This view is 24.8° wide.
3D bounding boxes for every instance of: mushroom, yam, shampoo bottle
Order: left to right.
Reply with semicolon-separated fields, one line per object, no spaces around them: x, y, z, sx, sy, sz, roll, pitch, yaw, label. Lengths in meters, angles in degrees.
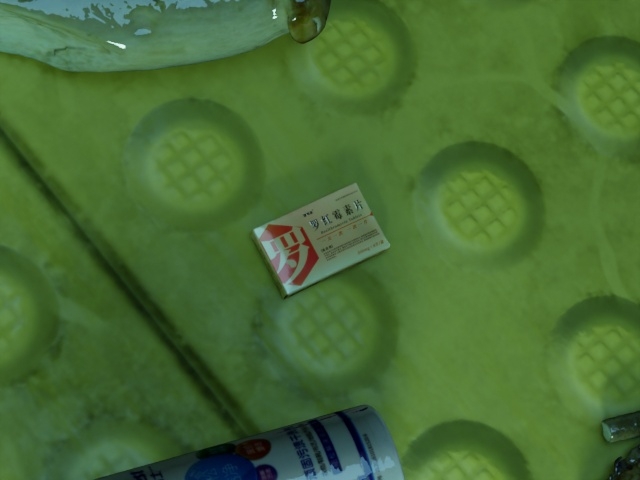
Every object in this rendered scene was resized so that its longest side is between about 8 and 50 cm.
-0.157;-0.179;1.100;0.333;0.087;0.107;-8;71;-10;mushroom
-0.096;0.192;0.992;0.303;0.092;0.092;-13;76;-15;shampoo bottle
0.270;0.135;1.121;0.116;0.021;0.021;-11;76;-16;yam

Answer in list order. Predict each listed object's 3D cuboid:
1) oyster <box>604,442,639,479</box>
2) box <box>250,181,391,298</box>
0.263;0.195;1.086;0.148;0.051;0.103;-26;72;-7;oyster
0.000;0.000;1.111;0.093;0.015;0.058;-24;81;-18;box
